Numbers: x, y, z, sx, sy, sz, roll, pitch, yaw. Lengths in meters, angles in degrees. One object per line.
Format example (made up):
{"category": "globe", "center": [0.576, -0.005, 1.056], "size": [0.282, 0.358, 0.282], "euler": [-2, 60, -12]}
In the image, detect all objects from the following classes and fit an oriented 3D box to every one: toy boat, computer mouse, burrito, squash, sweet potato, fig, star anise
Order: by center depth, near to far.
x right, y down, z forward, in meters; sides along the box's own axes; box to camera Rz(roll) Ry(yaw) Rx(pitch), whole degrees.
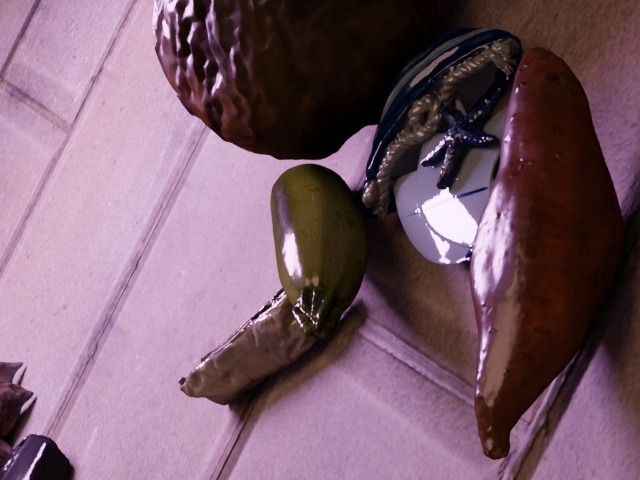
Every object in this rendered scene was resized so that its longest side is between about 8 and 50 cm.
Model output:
{"category": "sweet potato", "center": [0.173, 0.002, 1.406], "size": [0.112, 0.112, 0.359], "euler": [-24, 44, 53]}
{"category": "toy boat", "center": [0.131, -0.079, 1.605], "size": [0.210, 0.070, 0.291], "euler": [-65, 30, 8]}
{"category": "squash", "center": [0.000, 0.000, 1.699], "size": [0.094, 0.094, 0.341], "euler": [-56, 14, 16]}
{"category": "fig", "center": [-0.066, -0.260, 1.735], "size": [0.286, 0.369, 0.286], "euler": [-21, 47, 23]}
{"category": "burrito", "center": [-0.058, 0.102, 1.787], "size": [0.229, 0.063, 0.058], "euler": [-38, 11, 44]}
{"category": "computer mouse", "center": [-0.355, 0.324, 2.121], "size": [0.122, 0.073, 0.217], "euler": [-25, 45, 52]}
{"category": "star anise", "center": [-0.460, 0.257, 2.339], "size": [0.223, 0.109, 0.236], "euler": [-30, 40, 42]}
